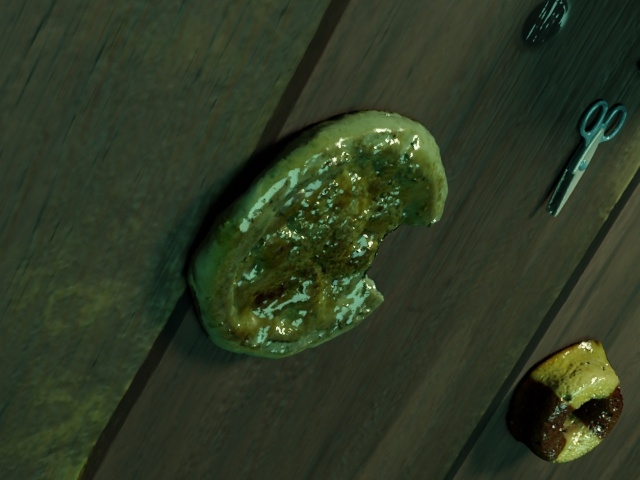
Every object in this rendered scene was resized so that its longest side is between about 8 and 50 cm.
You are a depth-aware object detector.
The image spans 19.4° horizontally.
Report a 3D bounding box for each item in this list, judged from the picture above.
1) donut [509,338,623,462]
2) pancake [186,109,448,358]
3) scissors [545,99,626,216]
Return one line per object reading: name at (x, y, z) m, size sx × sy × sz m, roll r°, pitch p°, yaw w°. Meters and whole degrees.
donut at (0.260, 0.171, 1.948) m, size 0.140 × 0.059 × 0.140 m, roll -24°, pitch 139°, yaw -22°
pancake at (0.000, 0.000, 1.528) m, size 0.253 × 0.037 × 0.253 m, roll -27°, pitch 142°, yaw -23°
scissors at (0.239, -0.074, 1.711) m, size 0.058 × 0.014 × 0.119 m, roll 6°, pitch 118°, yaw -47°
